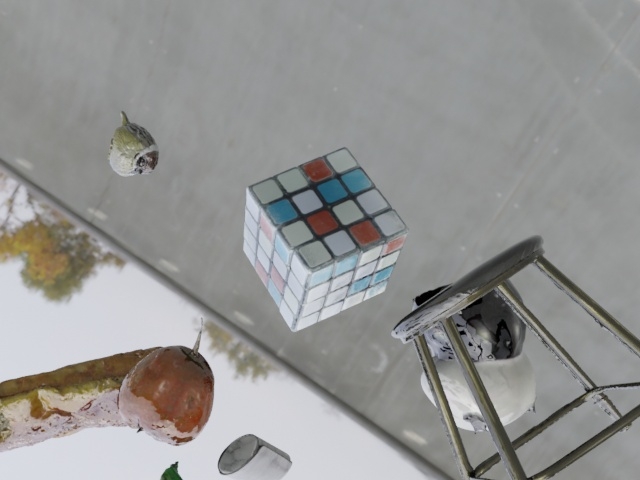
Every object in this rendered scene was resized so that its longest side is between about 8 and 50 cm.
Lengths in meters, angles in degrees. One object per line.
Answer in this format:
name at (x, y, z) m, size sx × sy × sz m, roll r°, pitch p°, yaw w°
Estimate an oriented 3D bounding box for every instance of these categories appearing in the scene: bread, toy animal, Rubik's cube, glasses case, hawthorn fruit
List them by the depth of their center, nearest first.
hawthorn fruit at (-0.216, 0.230, 1.378) m, size 0.149 × 0.189 × 0.149 m, roll 53°, pitch 174°, yaw 8°
bread at (-0.436, 0.284, 1.570) m, size 0.185 × 0.381 × 0.109 m, roll 87°, pitch 170°, yaw -66°
toy animal at (-0.351, -0.183, 1.700) m, size 0.098 × 0.137 × 0.098 m, roll 2°, pitch 150°, yaw 1°
toy animal at (0.325, 0.237, 1.858) m, size 0.251 × 0.251 × 0.309 m, roll 43°, pitch -150°, yaw -81°
Rubik's cube at (0.001, -0.001, 1.929) m, size 0.253 × 0.256 × 0.259 m, roll 55°, pitch 155°, yaw 26°
glasses case at (-0.148, 0.511, 2.051) m, size 0.060 × 0.114 × 0.299 m, roll 48°, pitch 175°, yaw 24°

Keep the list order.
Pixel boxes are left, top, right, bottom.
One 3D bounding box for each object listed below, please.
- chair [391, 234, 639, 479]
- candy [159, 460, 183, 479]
chair at (0.352, 0.234, 1.514) m, size 0.410 × 0.362 × 0.364 m, roll 57°, pitch 168°, yaw 7°
candy at (-0.266, 0.506, 1.667) m, size 0.203 × 0.078 × 0.141 m, roll -121°, pitch 6°, yaw -81°
